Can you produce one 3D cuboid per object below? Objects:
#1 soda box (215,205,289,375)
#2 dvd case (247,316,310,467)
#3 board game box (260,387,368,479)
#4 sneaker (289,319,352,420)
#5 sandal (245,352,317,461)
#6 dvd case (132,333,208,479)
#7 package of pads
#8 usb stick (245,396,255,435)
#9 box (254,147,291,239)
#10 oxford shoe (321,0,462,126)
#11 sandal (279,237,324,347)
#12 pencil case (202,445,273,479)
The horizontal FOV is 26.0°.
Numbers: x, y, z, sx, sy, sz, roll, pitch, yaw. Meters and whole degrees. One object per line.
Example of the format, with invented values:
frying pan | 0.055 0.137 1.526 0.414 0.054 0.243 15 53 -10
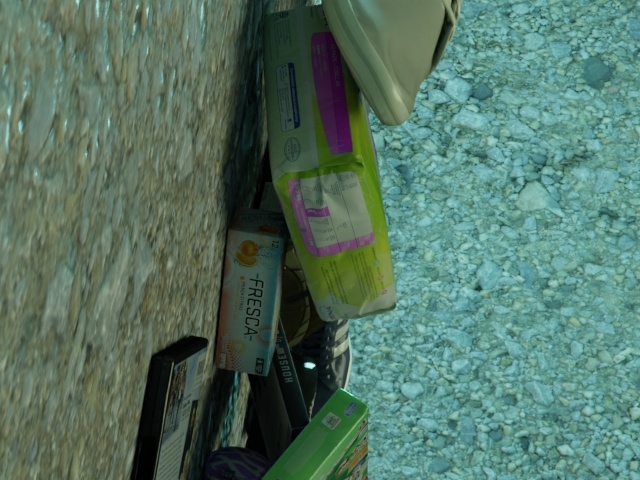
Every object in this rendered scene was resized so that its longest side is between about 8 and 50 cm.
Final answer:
soda box | -0.074 0.056 1.524 0.058 0.062 0.183 -74 173 -60
dvd case | -0.057 0.174 1.669 0.179 0.029 0.239 96 -20 -50
board game box | -0.056 0.336 1.550 0.317 0.046 0.213 -47 156 -26
sneaker | -0.011 0.136 2.347 0.148 0.131 0.350 -4 99 -79
sandal | -0.057 0.372 1.806 0.167 0.107 0.446 -160 -95 -72
dvd case | -0.144 0.217 1.236 0.180 0.022 0.253 -14 114 -85
package of pads | 0.013 -0.073 1.502 0.296 0.101 0.229 72 9 -55
usb stick | -0.078 0.254 2.142 0.278 0.045 0.077 -18 118 -86
box | -0.044 -0.056 1.774 0.220 0.051 0.175 92 10 -65
oxford shoe | 0.090 -0.264 1.468 0.449 0.130 0.169 -76 144 -60
sandal | -0.042 0.063 1.753 0.219 0.090 0.060 84 -20 -52
pencil case | -0.105 0.347 1.660 0.086 0.088 0.206 -53 154 -66
